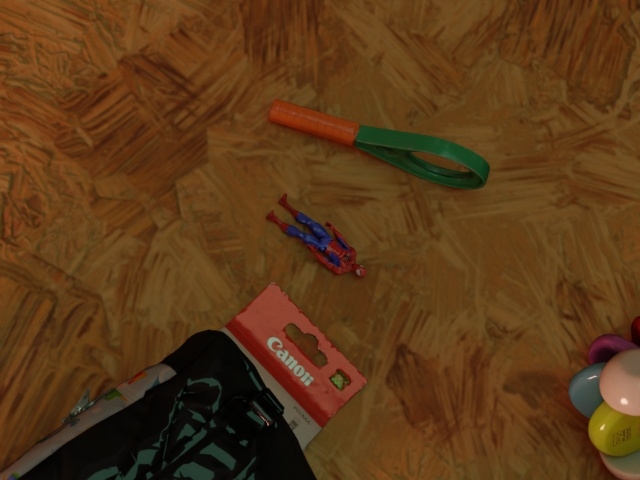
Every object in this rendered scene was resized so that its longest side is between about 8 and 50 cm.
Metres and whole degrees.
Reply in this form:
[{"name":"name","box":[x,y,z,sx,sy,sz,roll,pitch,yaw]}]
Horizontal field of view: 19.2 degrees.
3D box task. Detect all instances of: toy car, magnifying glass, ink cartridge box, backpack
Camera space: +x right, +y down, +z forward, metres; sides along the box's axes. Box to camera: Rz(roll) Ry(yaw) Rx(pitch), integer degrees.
[{"name":"toy car","box":[0.329,0.140,1.893,0.182,0.159,0.136,-29,49,-18]},{"name":"magnifying glass","box":[0.060,-0.098,1.922,0.231,0.092,0.026,19,76,4]},{"name":"ink cartridge box","box":[-0.057,0.145,1.844,0.179,0.045,0.145,-43,88,-17]},{"name":"backpack","box":[-0.187,0.291,1.679,0.355,0.273,0.290,-35,96,-30]}]

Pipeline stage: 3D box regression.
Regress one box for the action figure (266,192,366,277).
[{"name":"action figure","box":[0.000,0.000,1.905,0.115,0.030,0.038,38,66,-3]}]
